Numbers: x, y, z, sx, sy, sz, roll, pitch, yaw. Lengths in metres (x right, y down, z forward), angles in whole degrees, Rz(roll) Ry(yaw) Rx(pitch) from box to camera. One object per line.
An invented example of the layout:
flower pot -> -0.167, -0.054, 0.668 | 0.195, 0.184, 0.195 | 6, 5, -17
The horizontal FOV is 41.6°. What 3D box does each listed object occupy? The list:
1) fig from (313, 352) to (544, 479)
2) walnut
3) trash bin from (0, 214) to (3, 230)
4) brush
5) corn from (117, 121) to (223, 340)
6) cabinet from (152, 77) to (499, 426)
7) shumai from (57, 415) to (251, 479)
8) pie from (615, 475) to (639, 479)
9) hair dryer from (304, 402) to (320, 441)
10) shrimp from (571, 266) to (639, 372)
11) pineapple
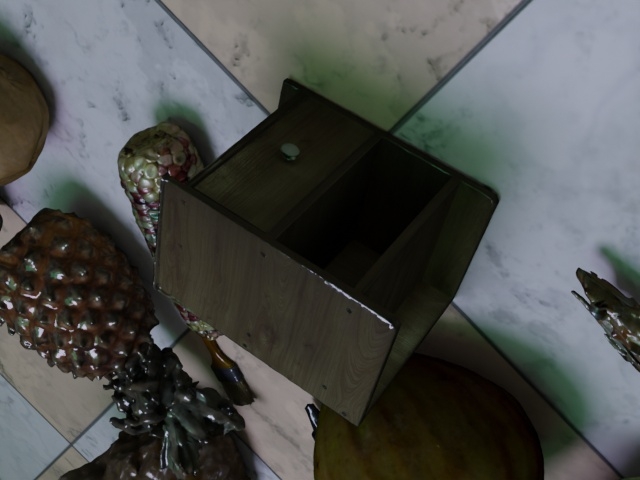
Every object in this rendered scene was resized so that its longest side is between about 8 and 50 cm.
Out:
fig -> 0.055, 0.160, 0.810 | 0.321, 0.217, 0.217 | 53, 145, 24
walnut -> -0.380, -0.138, 0.930 | 0.166, 0.149, 0.166 | 44, 174, 6
trash bin -> -0.585, -0.148, 0.991 | 0.280, 0.280, 0.432 | 12, 134, 33
brush -> -0.134, 0.139, 1.058 | 0.043, 0.014, 0.170 | -6, 119, 41
corn -> -0.141, -0.003, 0.886 | 0.086, 0.086, 0.253 | 12, 133, 33
cabinet -> 0.000, 0.000, 0.698 | 0.215, 0.175, 0.148 | 32, 139, 16
shumai -> -0.258, 0.376, 1.160 | 0.217, 0.283, 0.346 | 44, 139, 3
pie -> 0.312, 0.317, 0.751 | 0.257, 0.105, 0.275 | -3, 121, 25
hair dryer -> 0.037, 0.305, 1.033 | 0.128, 0.070, 0.255 | -19, 103, 48
shrimp -> 0.305, 0.084, 0.620 | 0.251, 0.052, 0.144 | 32, 129, 2
pineapple -> -0.239, 0.125, 1.023 | 0.361, 0.175, 0.175 | 43, 141, -6
